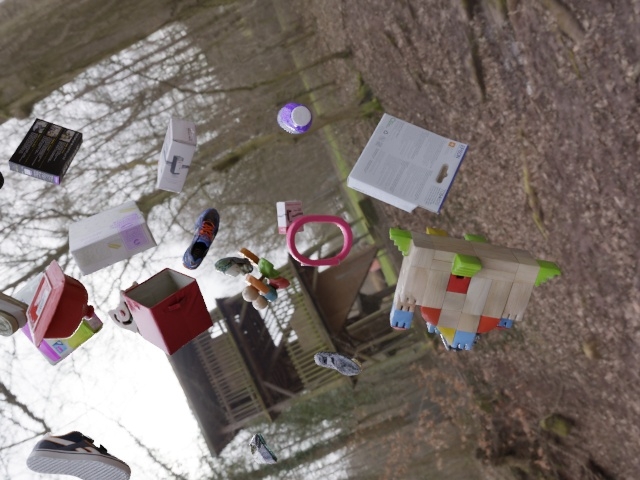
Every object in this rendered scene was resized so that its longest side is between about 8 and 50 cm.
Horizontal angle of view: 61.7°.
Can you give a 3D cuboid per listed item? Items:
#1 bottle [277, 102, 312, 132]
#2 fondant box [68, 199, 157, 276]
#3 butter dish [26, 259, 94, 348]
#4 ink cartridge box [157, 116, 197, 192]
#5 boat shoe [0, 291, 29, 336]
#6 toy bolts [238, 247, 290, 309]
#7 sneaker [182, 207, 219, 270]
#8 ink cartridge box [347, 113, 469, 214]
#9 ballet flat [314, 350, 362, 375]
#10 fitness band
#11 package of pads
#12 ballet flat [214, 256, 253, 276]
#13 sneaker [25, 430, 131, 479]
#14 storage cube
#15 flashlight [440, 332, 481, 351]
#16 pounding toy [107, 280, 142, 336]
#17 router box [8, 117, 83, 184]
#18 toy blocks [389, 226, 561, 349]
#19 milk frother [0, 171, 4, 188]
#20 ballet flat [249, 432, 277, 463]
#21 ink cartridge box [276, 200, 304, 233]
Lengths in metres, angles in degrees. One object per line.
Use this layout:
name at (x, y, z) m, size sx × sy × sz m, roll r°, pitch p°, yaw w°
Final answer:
bottle at (-0.088, -0.445, 1.953) m, size 0.118 × 0.092 × 0.283 m, roll 28°, pitch -176°, yaw -14°
fondant box at (-0.695, -0.018, 1.777) m, size 0.330 × 0.238 × 0.096 m, roll 34°, pitch 145°, yaw 59°
butter dish at (-0.553, 0.144, 1.165) m, size 0.118 × 0.160 × 0.160 m, roll 23°, pitch -177°, yaw -37°
ink cartridge box at (-0.518, -0.306, 1.927) m, size 0.092 × 0.218 × 0.158 m, roll 12°, pitch -142°, yaw -26°
boat shoe at (-1.047, 0.203, 1.673) m, size 0.302 × 0.113 × 0.103 m, roll 24°, pitch -152°, yaw 7°
toy bolts at (-0.246, 0.160, 2.042) m, size 0.218 × 0.158 × 0.228 m, roll 28°, pitch 165°, yaw 34°
sneaker at (-0.385, -0.005, 1.780) m, size 0.083 × 0.221 × 0.087 m, roll 22°, pitch 164°, yaw -22°
ink cartridge box at (0.209, -0.176, 1.268) m, size 0.224 × 0.223 × 0.045 m, roll 24°, pitch 153°, yaw 12°
ballet flat at (0.051, 0.312, 1.399) m, size 0.173 × 0.049 × 0.057 m, roll 0°, pitch 104°, yaw 52°
fitness band at (0.000, 0.000, 2.185) m, size 0.054 × 0.291 × 0.209 m, roll -177°, pitch 87°, yaw -64°
package of pads at (-0.965, 0.272, 1.945) m, size 0.296 × 0.229 × 0.101 m, roll 52°, pitch -171°, yaw -7°
ballet flat at (-0.272, 0.088, 1.738) m, size 0.070 × 0.070 × 0.188 m, roll 62°, pitch -159°, yaw 9°
sneaker at (-0.771, 0.703, 1.757) m, size 0.321 × 0.126 × 0.127 m, roll 19°, pitch -156°, yaw -13°
storage cube at (-0.501, 0.231, 1.772) m, size 0.215 × 0.184 × 0.193 m, roll 15°, pitch 129°, yaw 42°
flashlight at (0.344, 0.156, 1.506) m, size 0.103 × 0.103 × 0.304 m, roll 103°, pitch 156°, yaw -53°
pounding toy at (-0.726, 0.260, 2.116) m, size 0.154 × 0.155 × 0.269 m, roll 30°, pitch 130°, yaw 13°
router box at (-0.772, -0.253, 1.515) m, size 0.046 × 0.133 × 0.178 m, roll 123°, pitch 161°, yaw -51°
toy blocks at (0.332, 0.135, 1.283) m, size 0.190 × 0.382 × 0.260 m, roll -82°, pitch 1°, yaw -67°
milk frother at (-0.753, -0.087, 1.103) m, size 0.143 × 0.135 × 0.129 m, roll 14°, pitch -131°, yaw -45°
ballet flat at (-0.215, 0.772, 1.954) m, size 0.074 × 0.074 × 0.203 m, roll 61°, pitch 162°, yaw -15°
ink cartridge box at (-0.127, -0.100, 2.277) m, size 0.056 × 0.099 × 0.135 m, roll 3°, pitch 100°, yaw 50°
